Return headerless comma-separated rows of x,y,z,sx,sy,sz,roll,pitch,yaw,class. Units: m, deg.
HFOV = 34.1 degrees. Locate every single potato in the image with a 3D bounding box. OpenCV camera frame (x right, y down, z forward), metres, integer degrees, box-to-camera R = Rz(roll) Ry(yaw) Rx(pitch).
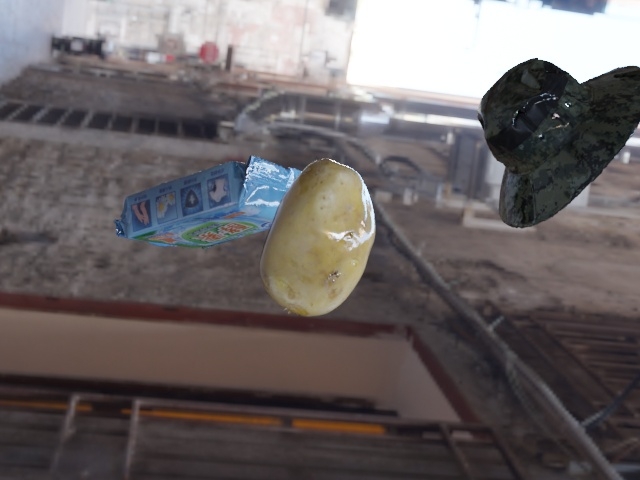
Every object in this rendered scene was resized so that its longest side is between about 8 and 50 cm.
0.000,0.000,1.172,0.109,0.118,0.178,23,-86,38,potato

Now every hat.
0.264,-0.145,1.267,0.265,0.128,0.265,-49,-162,22,hat

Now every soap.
-0.161,-0.048,1.540,0.293,0.156,0.077,-15,-105,38,soap
